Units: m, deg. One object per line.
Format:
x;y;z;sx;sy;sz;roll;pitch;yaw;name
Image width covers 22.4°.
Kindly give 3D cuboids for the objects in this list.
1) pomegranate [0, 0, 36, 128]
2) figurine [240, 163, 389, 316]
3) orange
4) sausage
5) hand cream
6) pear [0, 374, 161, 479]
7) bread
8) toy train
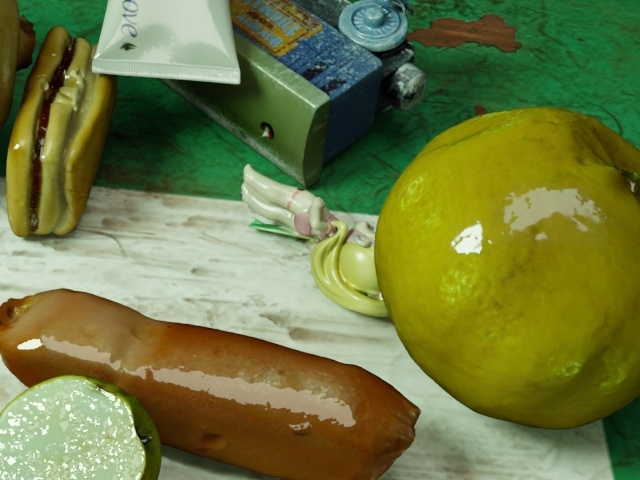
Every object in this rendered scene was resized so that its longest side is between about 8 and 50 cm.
-0.376;-0.176;1.400;0.264;0.264;0.264;7;44;-7;pomegranate
0.000;0.000;1.447;0.187;0.083;0.083;34;47;12;figurine
0.184;0.017;1.342;0.279;0.235;0.279;22;42;-21;orange
-0.096;0.118;1.282;0.348;0.094;0.097;14;30;4;sausage
-0.144;-0.250;1.510;0.133;0.083;0.248;1;59;-7;hand cream
-0.183;0.174;1.197;0.141;0.104;0.141;-3;62;6;pear
-0.232;-0.096;1.450;0.077;0.116;0.200;13;43;-5;bread
-0.049;-0.195;1.599;0.299;0.131;0.202;36;55;23;toy train
